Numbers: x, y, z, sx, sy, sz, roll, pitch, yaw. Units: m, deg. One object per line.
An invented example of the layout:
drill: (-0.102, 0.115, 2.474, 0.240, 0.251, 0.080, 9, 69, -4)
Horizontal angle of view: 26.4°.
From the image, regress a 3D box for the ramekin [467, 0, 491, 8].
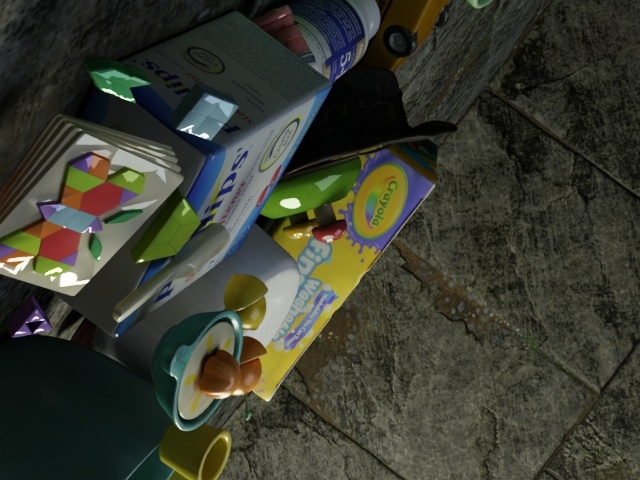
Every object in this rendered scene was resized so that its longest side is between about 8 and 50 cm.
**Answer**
ramekin: (0.256, -0.501, 1.965, 0.303, 0.148, 0.303, -51, 172, -11)

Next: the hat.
hat: (0.015, -0.177, 1.883, 0.331, 0.134, 0.331, -12, -172, 2)

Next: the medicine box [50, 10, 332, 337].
medicine box: (-0.156, -0.078, 1.487, 0.263, 0.149, 0.289, -59, 170, 32)

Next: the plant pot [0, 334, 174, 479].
plant pot: (-0.324, 0.252, 1.624, 0.293, 0.235, 0.293, -52, 172, -10)

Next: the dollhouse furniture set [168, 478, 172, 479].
dollhouse furniture set: (-0.317, 0.353, 1.999, 0.262, 0.259, 0.135, -47, 160, -28)

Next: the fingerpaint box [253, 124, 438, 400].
fingerpaint box: (0.000, 0.000, 2.267, 0.445, 0.163, 0.371, -53, -177, 14)

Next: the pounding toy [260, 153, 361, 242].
pounding toy: (-0.043, -0.040, 1.959, 0.237, 0.110, 0.183, -17, -176, 1)

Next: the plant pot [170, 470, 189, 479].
plant pot: (-0.380, 0.471, 2.248, 0.293, 0.275, 0.275, -11, 139, -54)

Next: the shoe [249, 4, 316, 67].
shoe: (-0.085, -0.213, 1.616, 0.178, 0.081, 0.063, -22, -179, 41)

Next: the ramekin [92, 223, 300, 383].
ramekin: (-0.150, 0.091, 1.756, 0.277, 0.135, 0.277, -48, 165, -18)

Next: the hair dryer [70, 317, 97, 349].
hair dryer: (-0.269, 0.120, 1.910, 0.223, 0.080, 0.293, -55, 171, 20)

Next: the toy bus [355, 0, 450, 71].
toy bus: (0.124, -0.364, 1.878, 0.108, 0.130, 0.332, -44, 168, -39)

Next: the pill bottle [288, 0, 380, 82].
pill bottle: (-0.005, -0.252, 1.710, 0.187, 0.112, 0.112, -44, 168, -45)

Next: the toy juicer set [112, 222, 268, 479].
toy juicer set: (-0.107, 0.106, 1.450, 0.209, 0.089, 0.329, -56, 155, -31)

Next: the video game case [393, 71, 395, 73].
video game case: (0.083, -0.280, 2.353, 0.196, 0.026, 0.274, -48, 169, -26)

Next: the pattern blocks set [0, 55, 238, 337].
pattern blocks set: (-0.227, -0.027, 1.237, 0.285, 0.026, 0.325, 5, 130, -42)
